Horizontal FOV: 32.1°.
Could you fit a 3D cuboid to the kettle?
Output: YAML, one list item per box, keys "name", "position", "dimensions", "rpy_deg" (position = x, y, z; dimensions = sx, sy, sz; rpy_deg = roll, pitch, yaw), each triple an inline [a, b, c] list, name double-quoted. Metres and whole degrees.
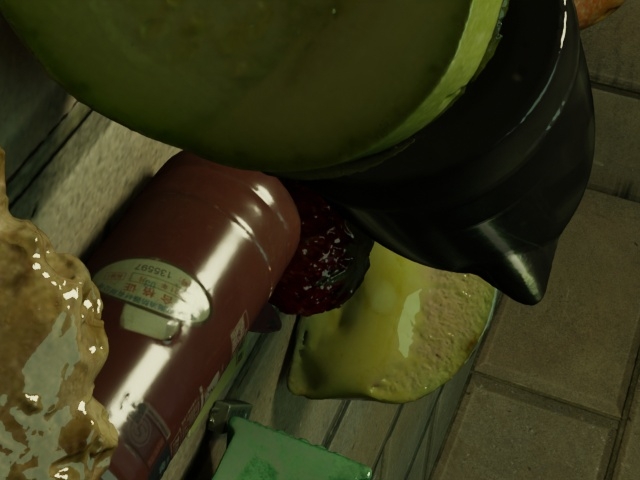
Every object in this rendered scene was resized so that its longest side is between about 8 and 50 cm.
- name: "kettle"
  position: [0.091, -0.118, 0.889]
  dimensions: [0.324, 0.228, 0.320]
  rpy_deg: [44, 21, -60]

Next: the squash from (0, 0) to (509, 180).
- name: "squash"
  position: [-0.022, -0.127, 0.483]
  dimensions: [0.133, 0.220, 0.220]
  rpy_deg: [-45, 149, -68]

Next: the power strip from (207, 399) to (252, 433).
- name: "power strip"
  position: [-0.080, 0.157, 0.995]
  dimensions: [0.083, 0.017, 0.027]
  rpy_deg: [24, 84, -74]

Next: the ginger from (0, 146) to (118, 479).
- name: "ginger"
  position: [-0.144, 0.059, 0.441]
  dimensions: [0.074, 0.137, 0.213]
  rpy_deg: [-9, -118, 57]

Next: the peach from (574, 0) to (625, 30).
- name: "peach"
  position: [0.359, -0.396, 1.632]
  dimensions: [0.235, 0.214, 0.214]
  rpy_deg: [-65, 164, -11]

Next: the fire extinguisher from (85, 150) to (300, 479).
- name: "fire extinguisher"
  position: [-0.107, 0.084, 0.578]
  dimensions: [0.102, 0.138, 0.344]
  rpy_deg: [52, 43, -22]

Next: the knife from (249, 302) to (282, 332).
- name: "knife"
  position: [-0.072, 0.049, 0.870]
  dimensions: [0.247, 0.018, 0.035]
  rpy_deg: [32, 62, -71]

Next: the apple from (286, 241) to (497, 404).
- name: "apple"
  position: [0.086, 0.051, 1.176]
  dimensions: [0.120, 0.193, 0.264]
  rpy_deg: [7, 97, -86]

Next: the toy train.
- name: "toy train"
  position: [-0.058, 0.302, 0.963]
  dimensions: [0.266, 0.145, 0.202]
  rpy_deg: [100, 14, -48]

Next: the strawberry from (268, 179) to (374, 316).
- name: "strawberry"
  position: [0.000, 0.000, 0.977]
  dimensions: [0.145, 0.086, 0.145]
  rpy_deg: [12, 90, -67]

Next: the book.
- name: "book"
  position: [-0.087, 0.097, 0.902]
  dimensions: [0.111, 0.014, 0.077]
  rpy_deg: [-54, 155, -53]
